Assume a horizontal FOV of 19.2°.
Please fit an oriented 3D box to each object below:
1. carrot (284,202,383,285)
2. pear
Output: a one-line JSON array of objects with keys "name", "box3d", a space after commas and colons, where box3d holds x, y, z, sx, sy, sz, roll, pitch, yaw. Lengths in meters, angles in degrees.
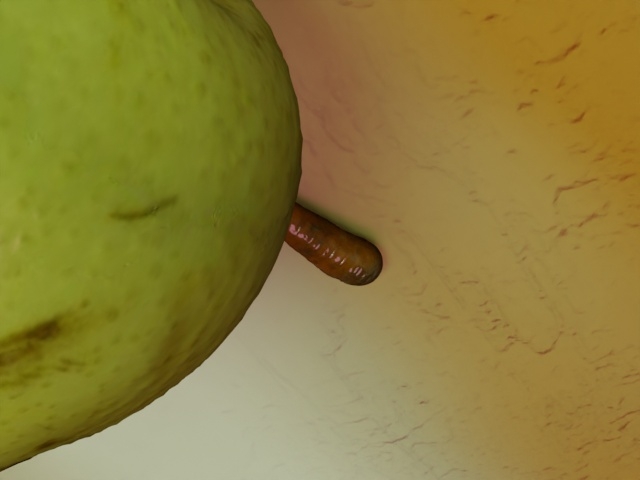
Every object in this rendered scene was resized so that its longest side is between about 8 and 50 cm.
[{"name": "carrot", "box3d": [0.000, 0.000, 1.152, 0.093, 0.032, 0.032, 32, 125, -33]}, {"name": "pear", "box3d": [-0.185, -0.057, 0.833, 0.348, 0.348, 0.348, -4, 139, -4]}]
